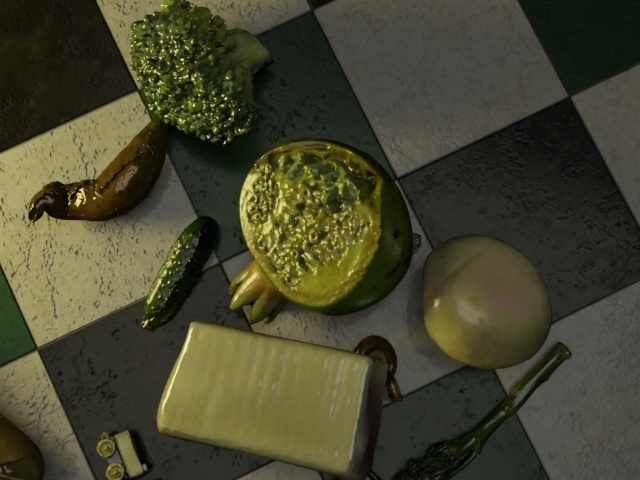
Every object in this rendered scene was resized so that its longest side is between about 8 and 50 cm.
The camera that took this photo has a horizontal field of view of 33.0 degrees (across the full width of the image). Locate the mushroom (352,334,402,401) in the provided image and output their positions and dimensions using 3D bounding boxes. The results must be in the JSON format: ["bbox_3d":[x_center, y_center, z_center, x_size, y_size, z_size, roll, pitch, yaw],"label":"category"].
[{"bbox_3d":[0.098,0.231,1.860,0.088,0.073,0.130,-4,53,-30],"label":"mushroom"}]

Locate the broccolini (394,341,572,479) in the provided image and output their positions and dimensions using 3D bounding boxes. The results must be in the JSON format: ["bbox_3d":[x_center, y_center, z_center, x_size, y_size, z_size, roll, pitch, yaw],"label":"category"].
[{"bbox_3d":[0.281,0.308,1.852,0.392,0.074,0.079,-45,91,-5],"label":"broccolini"}]

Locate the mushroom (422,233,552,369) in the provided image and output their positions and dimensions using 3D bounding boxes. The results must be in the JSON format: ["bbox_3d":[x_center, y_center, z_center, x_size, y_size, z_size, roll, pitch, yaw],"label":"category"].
[{"bbox_3d":[0.264,0.114,1.832,0.246,0.202,0.246,23,45,-25],"label":"mushroom"}]

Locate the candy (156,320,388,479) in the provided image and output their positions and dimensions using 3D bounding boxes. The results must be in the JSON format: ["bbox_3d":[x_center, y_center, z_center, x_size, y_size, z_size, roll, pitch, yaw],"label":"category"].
[{"bbox_3d":[-0.077,0.262,1.788,0.358,0.145,0.208,11,80,16],"label":"candy"}]

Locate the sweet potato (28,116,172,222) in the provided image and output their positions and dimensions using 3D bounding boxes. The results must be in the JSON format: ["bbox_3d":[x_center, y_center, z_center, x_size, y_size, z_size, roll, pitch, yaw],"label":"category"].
[{"bbox_3d":[-0.367,-0.102,1.901,0.310,0.098,0.124,-36,76,-9],"label":"sweet potato"}]

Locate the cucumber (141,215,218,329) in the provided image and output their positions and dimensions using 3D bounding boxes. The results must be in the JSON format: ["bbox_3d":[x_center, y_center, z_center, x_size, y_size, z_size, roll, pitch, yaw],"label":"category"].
[{"bbox_3d":[-0.249,0.057,1.893,0.069,0.069,0.227,30,86,4],"label":"cucumber"}]

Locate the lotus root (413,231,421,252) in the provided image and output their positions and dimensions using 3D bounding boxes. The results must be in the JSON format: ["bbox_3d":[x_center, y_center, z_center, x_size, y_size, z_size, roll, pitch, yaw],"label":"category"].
[{"bbox_3d":[0.140,0.010,1.920,0.083,0.030,0.037,-18,113,0],"label":"lotus root"}]

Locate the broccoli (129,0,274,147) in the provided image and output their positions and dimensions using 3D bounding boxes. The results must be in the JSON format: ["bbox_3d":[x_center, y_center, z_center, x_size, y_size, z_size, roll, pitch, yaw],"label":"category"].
[{"bbox_3d":[-0.190,-0.309,1.874,0.245,0.248,0.288,-39,92,-28],"label":"broccoli"}]

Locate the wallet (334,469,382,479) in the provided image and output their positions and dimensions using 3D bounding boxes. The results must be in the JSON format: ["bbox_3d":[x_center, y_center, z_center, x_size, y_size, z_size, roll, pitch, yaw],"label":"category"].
[{"bbox_3d":[0.033,0.510,1.835,0.245,0.052,0.168,-44,89,0],"label":"wallet"}]

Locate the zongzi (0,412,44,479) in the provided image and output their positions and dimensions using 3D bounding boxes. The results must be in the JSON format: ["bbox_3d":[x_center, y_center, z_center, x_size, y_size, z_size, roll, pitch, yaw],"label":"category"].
[{"bbox_3d":[-0.611,0.240,1.794,0.499,0.218,0.467,8,74,-3],"label":"zongzi"}]

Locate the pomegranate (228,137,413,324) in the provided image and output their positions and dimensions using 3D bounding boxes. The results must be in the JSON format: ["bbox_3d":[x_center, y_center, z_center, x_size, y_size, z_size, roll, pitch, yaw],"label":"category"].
[{"bbox_3d":[0.000,0.000,1.841,0.358,0.216,0.310,-47,72,24],"label":"pomegranate"}]

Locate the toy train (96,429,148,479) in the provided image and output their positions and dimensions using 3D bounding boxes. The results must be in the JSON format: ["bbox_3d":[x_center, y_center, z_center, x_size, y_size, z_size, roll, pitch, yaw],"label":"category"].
[{"bbox_3d":[-0.316,0.415,1.839,0.081,0.060,0.202,-22,82,-11],"label":"toy train"}]
